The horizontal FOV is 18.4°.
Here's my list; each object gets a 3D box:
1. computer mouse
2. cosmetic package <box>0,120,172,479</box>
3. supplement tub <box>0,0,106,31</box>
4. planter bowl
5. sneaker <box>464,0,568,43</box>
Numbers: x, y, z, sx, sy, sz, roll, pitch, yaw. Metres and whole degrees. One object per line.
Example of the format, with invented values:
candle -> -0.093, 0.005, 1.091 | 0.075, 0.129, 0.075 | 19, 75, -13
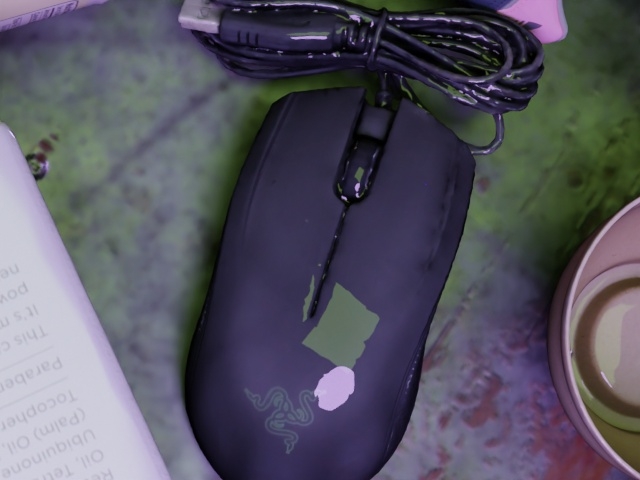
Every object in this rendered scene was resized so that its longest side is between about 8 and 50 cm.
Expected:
computer mouse -> 0.000, 0.000, 0.991 | 0.188, 0.072, 0.272 | 11, 85, 4
cosmetic package -> -0.125, 0.194, 0.881 | 0.161, 0.230, 0.453 | -25, 90, -13
supplement tub -> -0.206, -0.199, 0.895 | 0.325, 0.235, 0.235 | -19, 89, -13
planter bowl -> 0.185, 0.053, 1.024 | 0.162, 0.109, 0.162 | 1, 85, -13
sneaker -> 0.175, -0.242, 1.062 | 0.319, 0.112, 0.131 | -44, 110, -7
